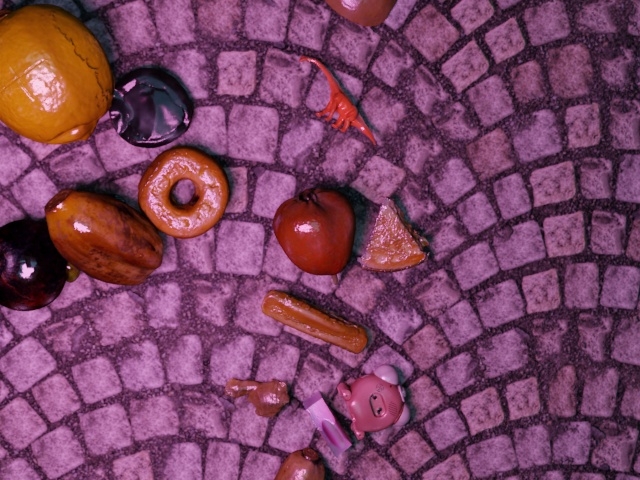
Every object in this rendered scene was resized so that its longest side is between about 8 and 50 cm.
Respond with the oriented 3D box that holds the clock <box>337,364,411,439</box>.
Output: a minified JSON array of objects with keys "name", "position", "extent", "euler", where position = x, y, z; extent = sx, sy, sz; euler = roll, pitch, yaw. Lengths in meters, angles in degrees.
[{"name":"clock","position":[0.143,0.411,1.944],"extent":[0.162,0.093,0.166],"euler":[-20,97,-7]}]

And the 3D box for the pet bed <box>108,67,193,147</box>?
[{"name":"pet bed","position":[-0.407,-0.313,1.821],"extent":[0.201,0.053,0.201],"euler":[-1,96,-8]}]

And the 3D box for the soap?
[{"name":"soap","position":[0.019,0.464,1.929],"extent":[0.056,0.100,0.149],"euler":[-33,98,-2]}]

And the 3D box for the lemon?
[{"name":"lemon","position":[-0.598,-0.362,1.680],"extent":[0.297,0.297,0.297],"euler":[-1,96,-6]}]

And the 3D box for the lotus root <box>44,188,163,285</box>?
[{"name":"lotus root","position":[-0.497,-0.020,1.747],"extent":[0.193,0.193,0.291],"euler":[-53,132,1]}]

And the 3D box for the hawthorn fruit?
[{"name":"hawthorn fruit","position":[0.000,0.000,1.842],"extent":[0.199,0.199,0.251],"euler":[-21,108,-4]}]

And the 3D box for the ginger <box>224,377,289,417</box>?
[{"name":"ginger","position":[-0.158,0.394,1.922],"extent":[0.165,0.067,0.096],"euler":[5,96,6]}]

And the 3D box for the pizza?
[{"name":"pizza","position":[0.177,-0.017,1.921],"extent":[0.185,0.052,0.195],"euler":[-7,101,1]}]

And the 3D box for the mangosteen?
[{"name":"mangosteen","position":[-0.667,0.055,1.765],"extent":[0.216,0.216,0.216],"euler":[-1,96,-6]}]

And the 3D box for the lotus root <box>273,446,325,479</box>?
[{"name":"lotus root","position":[-0.061,0.632,1.933],"extent":[0.125,0.118,0.221],"euler":[20,91,9]}]

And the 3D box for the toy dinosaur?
[{"name":"toy dinosaur","position":[0.036,-0.333,1.872],"extent":[0.279,0.055,0.101],"euler":[44,81,-8]}]

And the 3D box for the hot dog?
[{"name":"hot dog","position":[-0.012,0.199,1.916],"extent":[0.289,0.068,0.083],"euler":[26,116,-13]}]

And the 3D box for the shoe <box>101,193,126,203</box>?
[{"name":"shoe","position":[-0.549,-0.084,1.831],"extent":[0.159,0.053,0.062],"euler":[4,92,-4]}]

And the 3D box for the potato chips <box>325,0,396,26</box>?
[{"name":"potato chips","position":[0.096,-0.620,1.842],"extent":[0.195,0.062,0.208],"euler":[-15,95,-7]}]

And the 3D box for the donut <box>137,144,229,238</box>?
[{"name":"donut","position":[-0.323,-0.114,1.822],"extent":[0.227,0.114,0.226],"euler":[-1,96,-8]}]
